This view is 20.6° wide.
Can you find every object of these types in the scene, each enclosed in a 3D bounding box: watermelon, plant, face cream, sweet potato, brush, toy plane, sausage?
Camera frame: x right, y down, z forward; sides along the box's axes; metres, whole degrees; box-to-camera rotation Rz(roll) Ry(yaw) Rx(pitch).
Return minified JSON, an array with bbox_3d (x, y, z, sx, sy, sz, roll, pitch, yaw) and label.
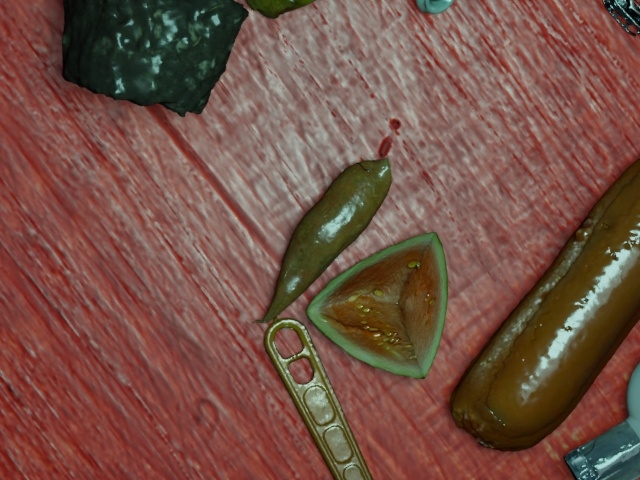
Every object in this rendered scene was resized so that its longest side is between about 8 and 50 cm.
[{"bbox_3d":[0.067,0.048,1.596,0.125,0.094,0.135,30,86,3],"label":"watermelon"},{"bbox_3d":[-0.132,-0.249,1.537,0.149,0.146,0.274,11,91,-48],"label":"plant"},{"bbox_3d":[0.363,0.151,1.627,0.291,0.071,0.144,-32,77,0],"label":"face cream"},{"bbox_3d":[0.000,0.000,1.610,0.056,0.056,0.195,38,95,-5],"label":"sweet potato"},{"bbox_3d":[0.026,0.213,1.642,0.090,0.017,0.314,-26,94,-5],"label":"brush"},{"bbox_3d":[0.284,-0.240,1.624,0.060,0.037,0.145,-44,96,-5],"label":"toy plane"},{"bbox_3d":[0.244,0.055,1.610,0.102,0.102,0.330,37,91,-5],"label":"sausage"}]

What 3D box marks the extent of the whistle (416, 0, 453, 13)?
[{"bbox_3d":[0.105,-0.325,1.528,0.163,0.163,0.289,-2,126,-4],"label":"whistle"}]

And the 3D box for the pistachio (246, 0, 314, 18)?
[{"bbox_3d":[-0.003,-0.274,1.595,0.089,0.049,0.173,35,90,-6],"label":"pistachio"}]
